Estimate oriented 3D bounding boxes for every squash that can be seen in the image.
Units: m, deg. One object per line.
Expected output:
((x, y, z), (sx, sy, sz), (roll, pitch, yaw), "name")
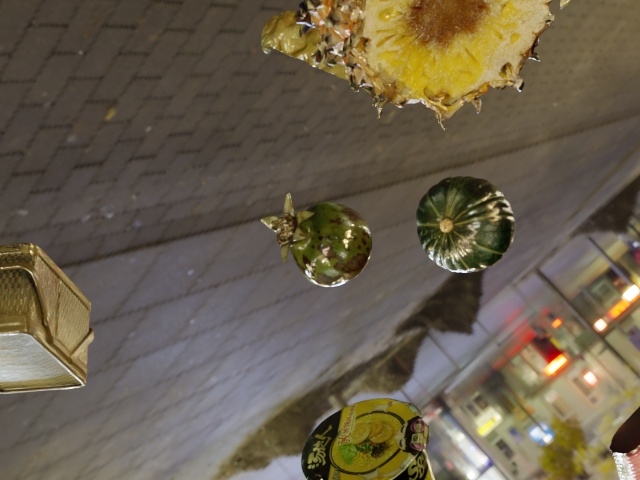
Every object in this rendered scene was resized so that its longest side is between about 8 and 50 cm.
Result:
((0.306, -0.036, 2.066), (0.172, 0.218, 0.218), (-23, 157, -48), "squash")

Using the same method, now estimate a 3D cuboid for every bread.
((0.007, -0.333, 1.688), (0.128, 0.232, 0.088), (-29, 141, -60), "bread")

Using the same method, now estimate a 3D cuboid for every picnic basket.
((-0.455, 0.120, 1.449), (0.165, 0.139, 0.266), (-6, 152, 6), "picnic basket")

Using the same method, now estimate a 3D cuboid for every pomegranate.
((0.007, -0.003, 1.564), (0.148, 0.148, 0.169), (-44, 144, 9), "pomegranate")

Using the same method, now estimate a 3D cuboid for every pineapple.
((0.122, -0.344, 1.302), (0.352, 0.300, 0.352), (-10, 118, -20), "pineapple")

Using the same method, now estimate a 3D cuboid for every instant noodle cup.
((0.106, 0.411, 1.607), (0.215, 0.236, 0.215), (-19, -151, 11), "instant noodle cup")

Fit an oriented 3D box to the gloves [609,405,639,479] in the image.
((0.405, 0.262, 0.982), (0.145, 0.241, 0.126), (-50, -176, -21), "gloves")
